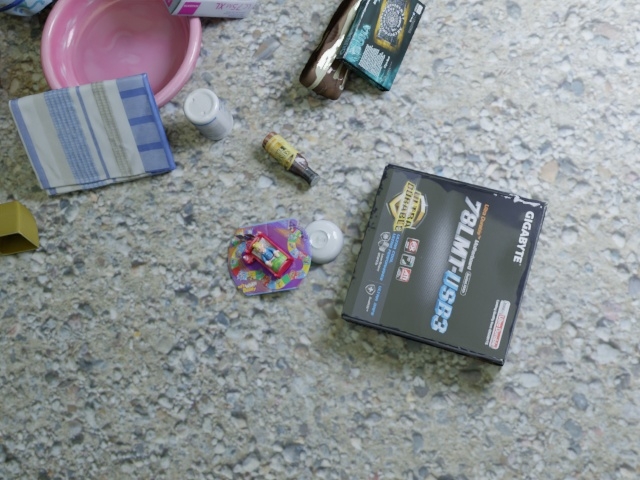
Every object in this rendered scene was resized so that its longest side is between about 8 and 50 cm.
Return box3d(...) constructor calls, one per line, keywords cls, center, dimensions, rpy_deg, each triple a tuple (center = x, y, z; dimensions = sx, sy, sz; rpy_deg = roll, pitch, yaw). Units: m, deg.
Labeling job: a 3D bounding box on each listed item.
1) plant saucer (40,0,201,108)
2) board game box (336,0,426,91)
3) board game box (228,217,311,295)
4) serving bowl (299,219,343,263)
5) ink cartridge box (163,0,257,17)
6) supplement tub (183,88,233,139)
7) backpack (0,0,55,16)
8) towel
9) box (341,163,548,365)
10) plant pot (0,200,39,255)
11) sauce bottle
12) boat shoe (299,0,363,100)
box3d(cls="plant saucer", center=(-0.389, -0.386, 1.723), dimensions=(0.333, 0.084, 0.331), rpy_deg=(-2, 78, 11))
box3d(cls="board game box", center=(0.115, -0.390, 1.612), dimensions=(0.026, 0.126, 0.186), rpy_deg=(12, 76, 55))
box3d(cls="board game box", center=(-0.101, 0.028, 1.586), dimensions=(0.169, 0.033, 0.133), rpy_deg=(-9, 77, 19))
box3d(cls="serving bowl", center=(0.000, 0.000, 1.590), dimensions=(0.084, 0.027, 0.083), rpy_deg=(-2, 78, 10))
box3d(cls="ink cartridge box", center=(-0.269, -0.576, 1.696), dimensions=(0.065, 0.186, 0.311), rpy_deg=(-39, 70, 43))
box3d(cls="supplement tub", center=(-0.213, -0.239, 1.643), dimensions=(0.071, 0.107, 0.070), rpy_deg=(-2, 77, 10))
box3d(cls="backpack", center=(-0.615, -0.632, 1.745), dimensions=(0.290, 0.273, 0.355), rpy_deg=(5, 93, 31))
box3d(cls="towel", center=(-0.436, -0.200, 1.657), dimensions=(0.285, 0.034, 0.209), rpy_deg=(-10, 118, 9))
box3d(cls="box", center=(0.217, 0.041, 1.519), dimensions=(0.294, 0.073, 0.295), rpy_deg=(16, 82, 15))
box3d(cls="plant pot", center=(-0.603, -0.029, 1.690), dimensions=(0.081, 0.081, 0.083), rpy_deg=(-10, 64, 9))
box3d(cls="sauce bottle", center=(-0.054, -0.153, 1.627), dimensions=(0.128, 0.042, 0.042), rpy_deg=(41, 88, 18))
box3d(cls="boat shoe", center=(0.058, -0.381, 1.645), dimensions=(0.095, 0.095, 0.257), rpy_deg=(33, 82, -18))
